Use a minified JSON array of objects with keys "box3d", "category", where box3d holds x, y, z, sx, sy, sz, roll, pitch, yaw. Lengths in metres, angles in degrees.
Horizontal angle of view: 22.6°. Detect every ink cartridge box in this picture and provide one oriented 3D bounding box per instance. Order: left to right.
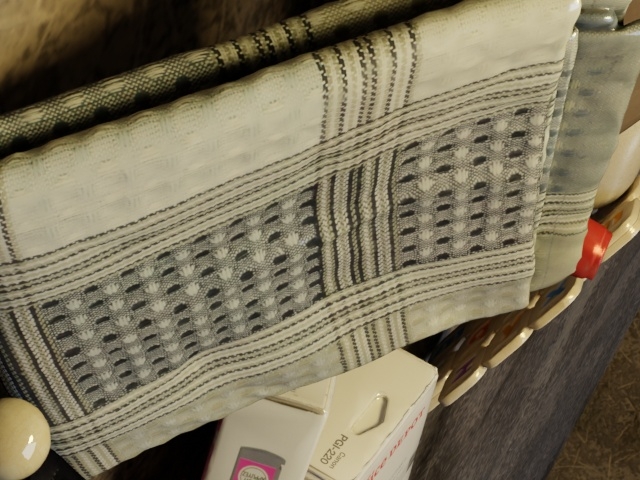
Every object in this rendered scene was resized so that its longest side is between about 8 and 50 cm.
[{"box3d":[-0.061,0.204,1.045,0.175,0.069,0.371,-76,-179,-63],"category":"ink cartridge box"},{"box3d":[0.003,0.197,1.263,0.158,0.092,0.218,-46,158,-43],"category":"ink cartridge box"}]

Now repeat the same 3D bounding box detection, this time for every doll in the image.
[{"box3d":[-0.121,0.140,0.765,0.046,0.129,0.189,-34,137,-20],"category":"doll"}]

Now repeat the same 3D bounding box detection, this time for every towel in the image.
[{"box3d":[0.000,0.000,0.753,0.324,0.056,0.312,-21,151,-11],"category":"towel"}]

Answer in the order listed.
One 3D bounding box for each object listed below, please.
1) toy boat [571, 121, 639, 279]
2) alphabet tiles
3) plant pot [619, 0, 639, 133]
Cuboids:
[{"box3d":[0.213,-0.104,1.377,0.318,0.148,0.267,-59,169,-38],"category":"toy boat"},{"box3d":[0.196,0.050,1.492,0.284,0.021,0.278,-44,-175,25],"category":"alphabet tiles"},{"box3d":[0.121,-0.144,0.885,0.263,0.263,0.229,-41,170,-50],"category":"plant pot"}]
